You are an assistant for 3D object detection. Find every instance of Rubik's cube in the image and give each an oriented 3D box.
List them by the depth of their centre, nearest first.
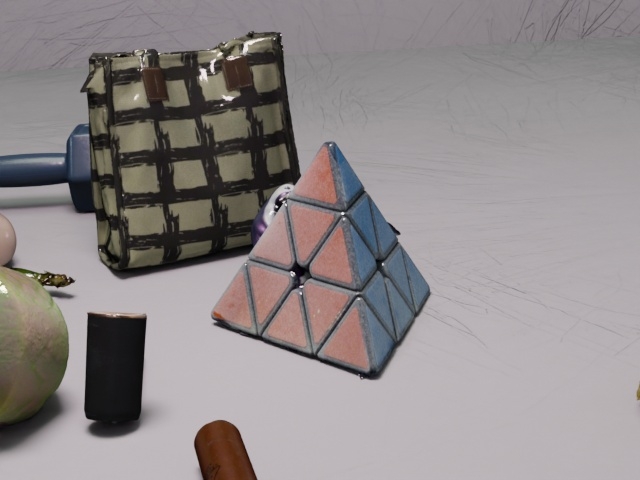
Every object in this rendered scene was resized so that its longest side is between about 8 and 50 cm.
[{"bbox_3d":[0.018,0.053,2.025,0.233,0.229,0.228,-52,-3,-21],"label":"Rubik's cube"}]

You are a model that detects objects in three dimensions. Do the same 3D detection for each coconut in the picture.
[{"bbox_3d":[-0.412,0.122,1.812,0.204,0.236,0.236,-43,14,12],"label":"coconut"}]

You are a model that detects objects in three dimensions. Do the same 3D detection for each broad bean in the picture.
[{"bbox_3d":[-0.491,0.087,2.162,0.144,0.049,0.292,8,22,38],"label":"broad bean"}]

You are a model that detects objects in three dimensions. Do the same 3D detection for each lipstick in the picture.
[{"bbox_3d":[-0.078,0.269,1.524,0.057,0.057,0.357,-7,19,-10],"label":"lipstick"}]

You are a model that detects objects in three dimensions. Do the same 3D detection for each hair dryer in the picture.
[{"bbox_3d":[-0.240,0.153,1.889,0.070,0.128,0.255,3,-3,0],"label":"hair dryer"}]

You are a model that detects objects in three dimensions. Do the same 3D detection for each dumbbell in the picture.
[{"bbox_3d":[-0.508,-0.119,2.649,0.316,0.156,0.144,-4,48,3],"label":"dumbbell"}]

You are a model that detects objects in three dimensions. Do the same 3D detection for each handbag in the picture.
[{"bbox_3d":[-0.195,-0.141,2.363,0.325,0.327,0.162,-11,15,-25],"label":"handbag"}]

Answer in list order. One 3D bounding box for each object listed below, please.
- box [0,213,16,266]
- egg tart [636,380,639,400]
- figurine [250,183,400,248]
[{"bbox_3d":[-0.558,-0.004,2.390,0.146,0.088,0.200,-15,20,-35],"label":"box"},{"bbox_3d":[0.456,0.154,1.728,0.212,0.090,0.212,-7,19,2],"label":"egg tart"},{"bbox_3d":[0.000,0.000,2.243,0.222,0.145,0.145,24,31,34],"label":"figurine"}]
